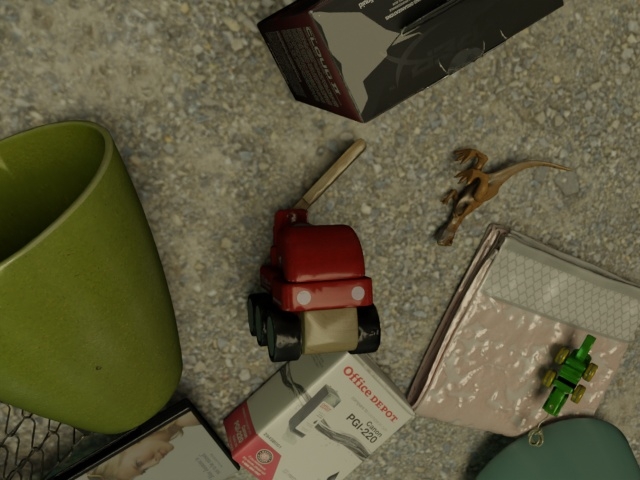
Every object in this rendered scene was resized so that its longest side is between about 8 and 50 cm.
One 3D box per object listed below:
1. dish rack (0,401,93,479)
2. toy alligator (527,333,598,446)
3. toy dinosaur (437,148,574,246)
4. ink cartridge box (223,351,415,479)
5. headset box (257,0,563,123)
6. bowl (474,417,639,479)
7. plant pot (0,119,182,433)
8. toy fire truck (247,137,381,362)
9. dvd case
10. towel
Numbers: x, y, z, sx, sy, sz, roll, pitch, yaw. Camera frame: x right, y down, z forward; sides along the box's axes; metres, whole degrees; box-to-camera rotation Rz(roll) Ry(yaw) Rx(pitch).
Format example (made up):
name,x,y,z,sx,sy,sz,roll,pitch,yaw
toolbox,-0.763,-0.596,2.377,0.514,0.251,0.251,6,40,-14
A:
name,x,y,z,sx,sy,sz,roll,pitch,yaw
dish rack,-0.426,0.249,0.742,0.271,0.074,0.208,-46,112,4
toy alligator,0.369,0.226,0.914,0.051,0.056,0.189,9,108,-59
toy dinosaur,0.233,-0.080,0.837,0.212,0.064,0.112,-38,131,8
ink cartridge box,-0.002,0.250,0.849,0.218,0.092,0.158,-43,113,-1
headset box,0.075,-0.228,0.610,0.218,0.293,0.110,-31,113,-4
bowl,0.407,0.457,0.964,0.312,0.163,0.311,-7,120,-12
plant pot,-0.273,0.070,0.645,0.275,0.274,0.293,-28,128,-6
toy fire truck,0.000,0.000,0.716,0.159,0.217,0.246,-3,93,-14
dvd case,-0.250,0.327,0.800,0.253,0.022,0.180,-29,132,-9
towel,0.337,0.169,0.941,0.332,0.053,0.316,19,101,-20
